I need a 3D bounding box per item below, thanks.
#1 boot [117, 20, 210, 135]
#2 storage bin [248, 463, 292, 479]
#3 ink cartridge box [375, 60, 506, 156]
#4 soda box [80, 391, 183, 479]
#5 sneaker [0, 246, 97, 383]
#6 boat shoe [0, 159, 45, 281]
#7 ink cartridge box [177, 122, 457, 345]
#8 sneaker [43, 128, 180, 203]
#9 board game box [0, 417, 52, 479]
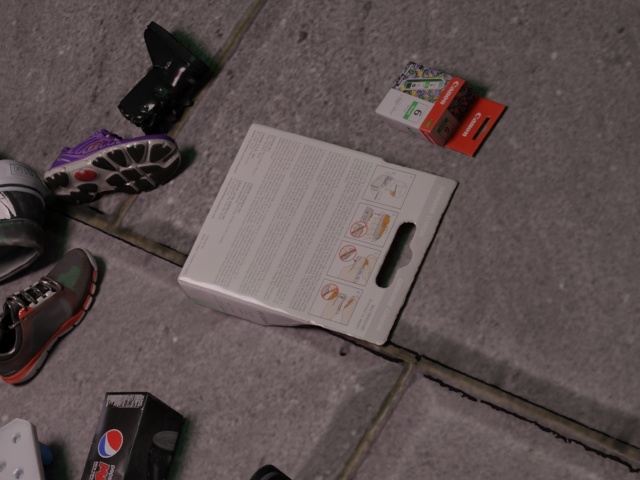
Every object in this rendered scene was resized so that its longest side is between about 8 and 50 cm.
[{"bbox_3d":[-0.178,-0.171,2.063,0.099,0.045,0.121,-49,45,2],"label":"boot"},{"bbox_3d":[-0.038,0.269,1.622,0.091,0.098,0.135,27,78,34],"label":"storage bin"},{"bbox_3d":[0.112,-0.124,1.821,0.115,0.029,0.063,25,77,45],"label":"ink cartridge box"},{"bbox_3d":[-0.183,0.226,1.776,0.053,0.060,0.169,-4,59,36],"label":"soda box"},{"bbox_3d":[-0.285,0.069,1.958,0.061,0.065,0.158,21,74,43],"label":"sneaker"},{"bbox_3d":[-0.437,0.028,2.059,0.335,0.121,0.119,-27,53,23],"label":"boat shoe"},{"bbox_3d":[0.000,0.000,1.820,0.225,0.056,0.181,17,71,23],"label":"ink cartridge box"},{"bbox_3d":[-0.218,-0.091,2.021,0.170,0.068,0.071,-9,50,33],"label":"sneaker"},{"bbox_3d":[-0.382,0.413,1.802,0.390,0.050,0.390,-32,46,14],"label":"board game box"}]
